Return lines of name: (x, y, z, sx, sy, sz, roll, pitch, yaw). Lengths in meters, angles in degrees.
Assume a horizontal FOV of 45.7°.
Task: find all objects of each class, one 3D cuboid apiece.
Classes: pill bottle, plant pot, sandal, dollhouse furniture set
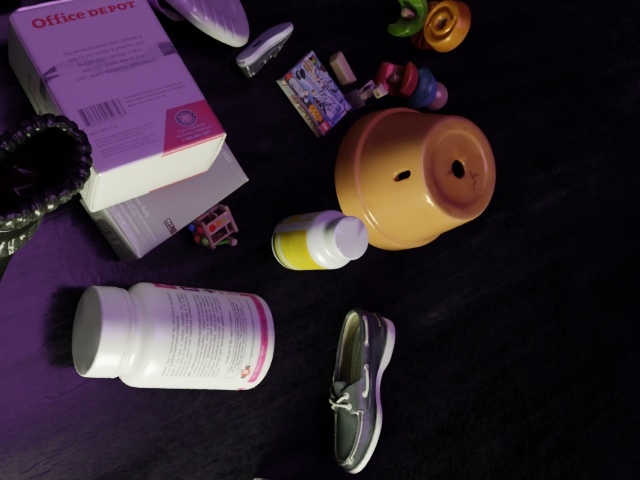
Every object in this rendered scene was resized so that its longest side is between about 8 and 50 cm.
pill bottle: (-0.229, 0.151, 1.193, 0.283, 0.160, 0.160, 9, 82, -35)
pill bottle: (0.000, 0.000, 1.348, 0.103, 0.184, 0.103, 2, 86, -35)
plant pot: (0.201, -0.130, 1.488, 0.291, 0.203, 0.291, 3, 85, -35)
sandal: (-0.279, -0.439, 1.227, 0.416, 0.102, 0.169, 27, 49, -48)
dollhouse furniture set: (0.082, -0.332, 1.498, 0.081, 0.091, 0.114, -45, 110, -45)

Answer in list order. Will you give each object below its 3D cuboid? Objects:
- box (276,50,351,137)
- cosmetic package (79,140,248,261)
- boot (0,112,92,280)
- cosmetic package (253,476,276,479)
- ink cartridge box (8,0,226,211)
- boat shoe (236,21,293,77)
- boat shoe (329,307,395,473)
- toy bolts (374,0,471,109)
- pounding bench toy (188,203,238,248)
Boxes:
box: (-0.011, -0.279, 1.453, 0.094, 0.027, 0.137, -49, 114, -29)
cosmetic package: (-0.249, -0.082, 1.228, 0.238, 0.107, 0.127, -41, 106, -27)
boot: (-0.443, 0.000, 0.987, 0.131, 0.260, 0.348, 31, 70, -30)
cosmetic package: (-0.008, 0.488, 1.359, 0.231, 0.117, 0.085, 22, 76, -31)
ink cartridge box: (-0.303, -0.214, 1.122, 0.207, 0.117, 0.283, -24, 76, -30)
boat shoe: (-0.099, -0.350, 1.388, 0.142, 0.049, 0.040, -45, 131, -27)
boat shoe: (0.060, 0.277, 1.427, 0.091, 0.114, 0.302, 26, 61, -32)
toy bolts: (0.238, -0.373, 1.545, 0.158, 0.218, 0.228, 14, 98, -40)
pounding bench toy: (-0.183, -0.012, 1.299, 0.065, 0.052, 0.083, -40, 125, -29)
